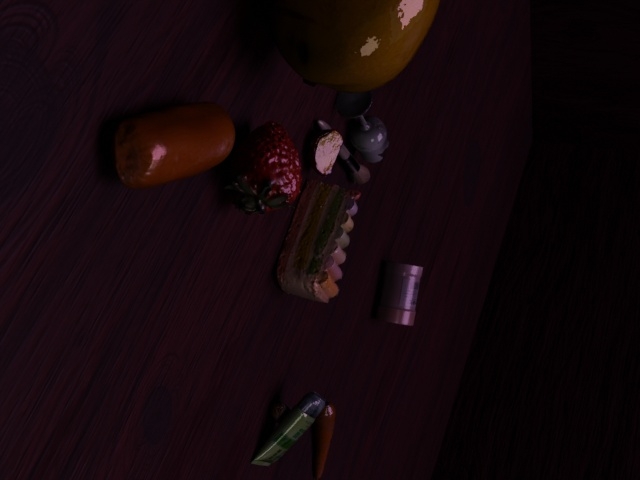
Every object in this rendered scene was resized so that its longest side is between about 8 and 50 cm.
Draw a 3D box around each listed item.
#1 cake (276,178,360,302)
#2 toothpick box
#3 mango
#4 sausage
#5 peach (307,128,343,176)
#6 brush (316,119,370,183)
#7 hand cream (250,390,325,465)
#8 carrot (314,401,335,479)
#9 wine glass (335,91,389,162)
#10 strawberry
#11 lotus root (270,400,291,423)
[{"bbox_3d":[-0.007,-0.004,1.730,0.090,0.109,0.226,29,73,-68],"label":"cake"},{"bbox_3d":[0.196,0.131,2.349,0.098,0.098,0.149,12,88,-70],"label":"toothpick box"},{"bbox_3d":[0.063,-0.443,1.453,0.220,0.301,0.445,20,79,-40],"label":"mango"},{"bbox_3d":[-0.185,-0.126,1.228,0.238,0.098,0.098,-31,129,-62],"label":"sausage"},{"bbox_3d":[0.006,-0.166,1.767,0.077,0.050,0.083,-31,122,-34],"label":"peach"},{"bbox_3d":[0.042,-0.175,1.894,0.299,0.042,0.039,40,48,-63],"label":"brush"},{"bbox_3d":[-0.058,0.364,1.802,0.175,0.046,0.095,-51,158,-2],"label":"hand cream"},{"bbox_3d":[0.004,0.444,2.078,0.048,0.048,0.216,-46,146,-56],"label":"carrot"},{"bbox_3d":[0.090,-0.233,1.922,0.195,0.079,0.079,55,49,-61],"label":"wine glass"},{"bbox_3d":[-0.083,-0.109,1.466,0.148,0.131,0.131,-59,151,-46],"label":"strawberry"},{"bbox_3d":[-0.076,0.334,1.824,0.037,0.030,0.083,-50,152,-6],"label":"lotus root"}]
